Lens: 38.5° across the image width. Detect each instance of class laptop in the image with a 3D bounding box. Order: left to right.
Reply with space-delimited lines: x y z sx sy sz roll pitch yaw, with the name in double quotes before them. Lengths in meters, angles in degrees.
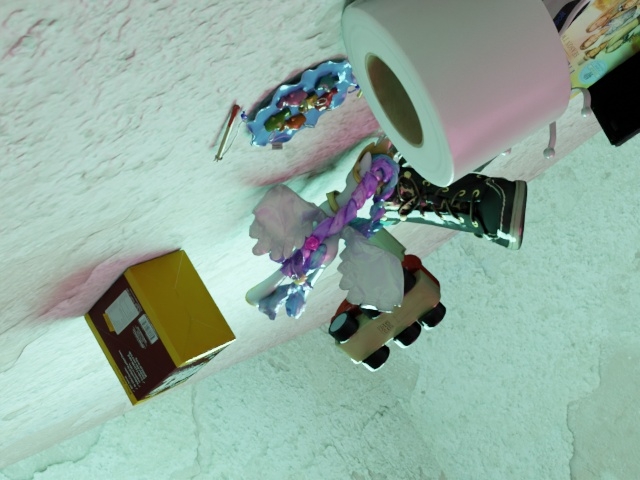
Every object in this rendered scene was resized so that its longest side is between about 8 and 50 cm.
"laptop" 0.741 -0.330 1.773 0.408 0.236 0.382 -36 -150 22

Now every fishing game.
"fishing game" -0.023 -0.180 1.278 0.264 0.041 0.189 -27 166 -29

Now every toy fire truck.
"toy fire truck" 0.113 0.090 1.780 0.217 0.158 0.246 -40 -161 21

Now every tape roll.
"tape roll" 0.157 -0.209 1.103 0.169 0.246 0.246 -32 170 -7

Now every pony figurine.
"pony figurine" 0.000 0.000 1.691 0.363 0.303 0.351 -47 -165 43

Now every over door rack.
"over door rack" 0.299 -0.189 1.671 0.240 0.108 0.324 2 161 -32

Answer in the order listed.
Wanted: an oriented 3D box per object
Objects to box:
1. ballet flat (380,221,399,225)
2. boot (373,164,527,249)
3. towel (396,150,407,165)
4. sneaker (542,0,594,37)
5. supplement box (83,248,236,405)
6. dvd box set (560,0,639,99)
"ballet flat" 0.211 -0.112 2.185 0.096 0.095 0.280 -39 -177 -21
"boot" 0.249 -0.076 1.814 0.284 0.138 0.377 6 -168 0
"towel" 0.203 -0.200 1.890 0.110 0.027 0.148 -31 171 -3
"sneaker" 0.396 -0.399 1.444 0.217 0.079 0.121 -45 -172 11
"supplement box" -0.288 0.156 1.632 0.129 0.191 0.194 -21 166 -47
"dvd box set" 0.509 -0.394 1.625 0.420 0.062 0.308 -35 156 17
